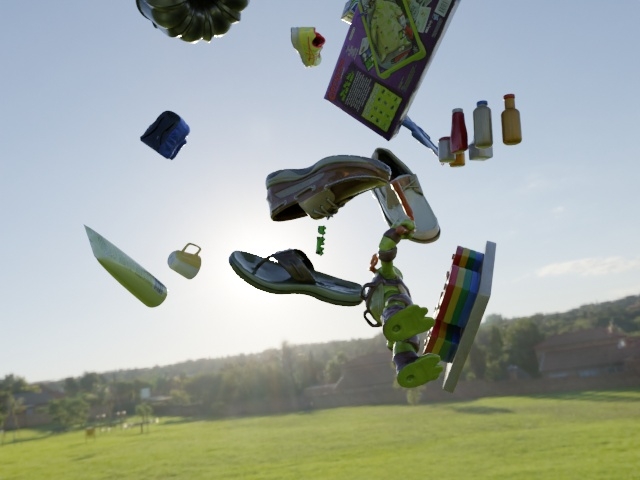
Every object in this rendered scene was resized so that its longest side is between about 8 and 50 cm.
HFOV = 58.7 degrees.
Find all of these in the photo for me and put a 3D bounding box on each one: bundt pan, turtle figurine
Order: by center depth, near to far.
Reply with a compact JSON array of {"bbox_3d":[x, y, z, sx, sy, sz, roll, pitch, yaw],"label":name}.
[{"bbox_3d":[0.096,0.071,0.744,0.087,0.270,0.217,-2,22,-2],"label":"turtle figurine"},{"bbox_3d":[-0.316,-0.661,1.484,0.330,0.124,0.331,-27,-32,-18],"label":"bundt pan"}]

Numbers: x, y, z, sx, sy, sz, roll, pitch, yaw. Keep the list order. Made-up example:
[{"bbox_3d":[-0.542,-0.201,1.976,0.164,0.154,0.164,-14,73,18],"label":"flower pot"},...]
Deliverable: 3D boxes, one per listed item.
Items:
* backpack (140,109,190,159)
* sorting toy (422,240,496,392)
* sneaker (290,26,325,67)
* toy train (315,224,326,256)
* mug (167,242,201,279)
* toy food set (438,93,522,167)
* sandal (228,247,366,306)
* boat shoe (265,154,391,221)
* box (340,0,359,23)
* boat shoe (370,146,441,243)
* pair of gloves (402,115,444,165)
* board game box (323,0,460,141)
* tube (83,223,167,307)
[{"bbox_3d":[-0.424,-0.295,1.587,0.098,0.120,0.101,32,-4,25],"label":"backpack"},{"bbox_3d":[0.301,0.152,1.259,0.089,0.256,0.257,18,28,11],"label":"sorting toy"},{"bbox_3d":[-0.023,-0.621,1.831,0.094,0.082,0.208,-8,-8,16],"label":"sneaker"},{"bbox_3d":[0.000,0.000,1.499,0.023,0.083,0.017,7,-3,-24],"label":"toy train"},{"bbox_3d":[-0.319,0.045,1.327,0.062,0.078,0.064,-5,-26,45],"label":"mug"},{"bbox_3d":[0.337,-0.241,1.266,0.111,0.105,0.232,1,-7,-17],"label":"toy food set"},{"bbox_3d":[-0.043,0.061,1.190,0.302,0.086,0.120,13,21,-13],"label":"sandal"},{"bbox_3d":[0.010,-0.097,1.197,0.324,0.117,0.123,-8,-18,44],"label":"boat shoe"},{"bbox_3d":[0.148,-0.628,1.627,0.168,0.054,0.059,18,-3,-22],"label":"box"},{"bbox_3d":[0.199,-0.117,1.427,0.113,0.302,0.103,-21,-40,-16],"label":"boat shoe"},{"bbox_3d":[0.265,-0.267,1.481,0.023,0.159,0.198,-42,9,19],"label":"pair of gloves"},{"bbox_3d":[0.149,-0.424,1.284,0.056,0.208,0.347,-39,-20,-48],"label":"board game box"},{"bbox_3d":[-0.396,0.060,1.149,0.070,0.062,0.240,9,-27,23],"label":"tube"}]
